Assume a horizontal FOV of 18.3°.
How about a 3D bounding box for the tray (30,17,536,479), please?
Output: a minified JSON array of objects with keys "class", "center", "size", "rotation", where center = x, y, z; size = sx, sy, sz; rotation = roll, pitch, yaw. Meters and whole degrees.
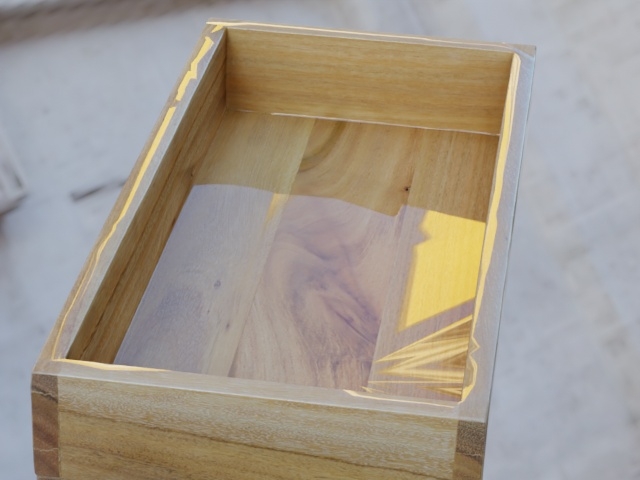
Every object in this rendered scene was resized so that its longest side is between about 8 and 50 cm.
[{"class":"tray","center":[0.000,0.000,1.054],"size":[0.202,0.076,0.411],"rotation":[6,30,6]}]
